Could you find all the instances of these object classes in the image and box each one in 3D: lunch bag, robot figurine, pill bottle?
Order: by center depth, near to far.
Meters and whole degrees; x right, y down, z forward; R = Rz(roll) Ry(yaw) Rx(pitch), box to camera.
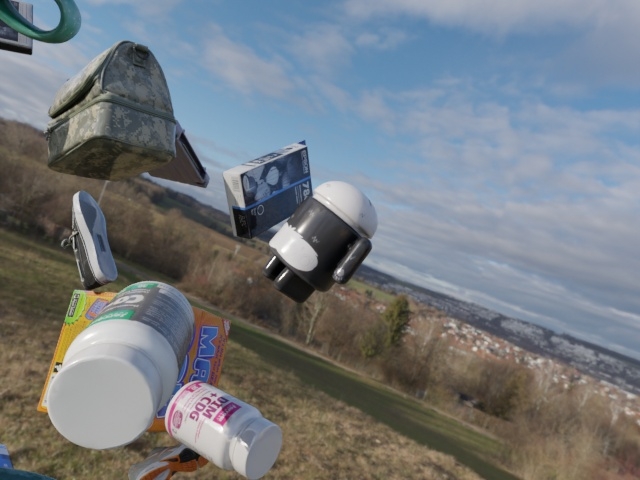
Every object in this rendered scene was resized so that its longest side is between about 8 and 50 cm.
[{"bbox_3d":[-0.373,0.226,0.935,0.204,0.204,0.361,20,9,-11],"label":"pill bottle"},{"bbox_3d":[0.002,0.002,1.040,0.209,0.278,0.173,40,-1,8],"label":"robot figurine"},{"bbox_3d":[-0.495,-0.297,1.111,0.305,0.256,0.212,-11,-13,40],"label":"lunch bag"},{"bbox_3d":[-0.247,0.480,1.207,0.282,0.161,0.160,12,-5,33],"label":"pill bottle"}]

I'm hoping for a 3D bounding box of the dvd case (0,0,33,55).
[{"bbox_3d":[-0.805,-0.520,1.095,0.238,0.179,0.030,2,-35,-34],"label":"dvd case"}]

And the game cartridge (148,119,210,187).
[{"bbox_3d":[-0.513,-0.292,1.527,0.230,0.068,0.355,17,-19,9],"label":"game cartridge"}]

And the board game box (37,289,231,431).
[{"bbox_3d":[-0.550,0.376,1.469,0.355,0.357,0.356,1,-19,22],"label":"board game box"}]

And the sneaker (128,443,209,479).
[{"bbox_3d":[-0.430,0.624,1.373,0.262,0.099,0.121,-16,18,-40],"label":"sneaker"}]

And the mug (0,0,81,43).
[{"bbox_3d":[-0.254,-0.246,0.359,0.097,0.158,0.129,-9,-13,5],"label":"mug"}]

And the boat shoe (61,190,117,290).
[{"bbox_3d":[-0.707,0.001,1.425,0.104,0.307,0.113,-24,-9,7],"label":"boat shoe"}]

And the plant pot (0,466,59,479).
[{"bbox_3d":[-0.647,0.620,0.977,0.290,0.196,0.290,17,-20,7],"label":"plant pot"}]

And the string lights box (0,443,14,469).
[{"bbox_3d":[-1.000,0.768,1.436,0.260,0.133,0.077,45,-11,29],"label":"string lights box"}]

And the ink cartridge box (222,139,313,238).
[{"bbox_3d":[-0.103,-0.142,1.209,0.065,0.166,0.332,9,29,32],"label":"ink cartridge box"}]
